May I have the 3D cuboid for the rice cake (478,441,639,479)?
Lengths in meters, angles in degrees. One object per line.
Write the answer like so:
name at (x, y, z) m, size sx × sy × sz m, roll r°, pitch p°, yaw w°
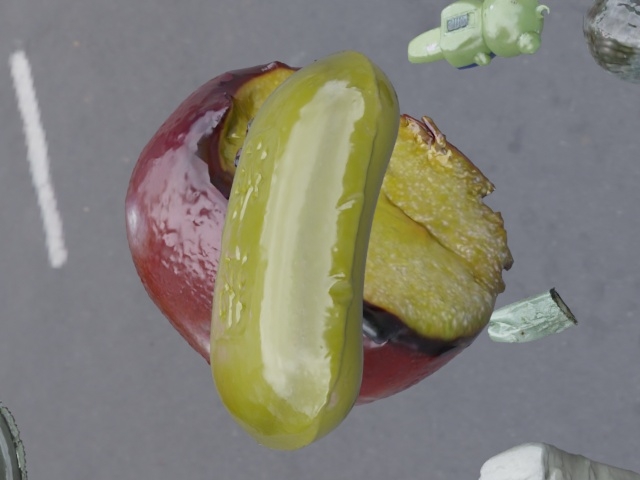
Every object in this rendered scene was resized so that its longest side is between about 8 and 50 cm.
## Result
rice cake at (0.209, 0.199, 1.044) m, size 0.057 × 0.256 × 0.052 m, roll -40°, pitch 57°, yaw 19°

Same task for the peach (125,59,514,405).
peach at (0.000, 0.000, 1.444) m, size 0.416 × 0.339 × 0.353 m, roll 20°, pitch 127°, yaw 38°

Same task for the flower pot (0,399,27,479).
flower pot at (-0.328, 0.185, 0.893) m, size 0.140 × 0.235 × 0.235 m, roll -40°, pitch 56°, yaw 50°

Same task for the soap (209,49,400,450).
soap at (-0.008, 0.002, 0.455) m, size 0.089 × 0.045 × 0.140 m, roll 163°, pitch 118°, yaw -70°

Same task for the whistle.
whistle at (0.210, -0.277, 1.753) m, size 0.227 × 0.085 × 0.105 m, roll -13°, pitch 68°, yaw 42°

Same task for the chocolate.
chocolate at (0.340, -0.222, 1.335) m, size 0.110 × 0.248 × 0.110 m, roll 8°, pitch 105°, yaw 30°

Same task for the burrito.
burrito at (0.284, 0.110, 1.783) m, size 0.118 × 0.074 × 0.044 m, roll -24°, pitch 35°, yaw 19°
